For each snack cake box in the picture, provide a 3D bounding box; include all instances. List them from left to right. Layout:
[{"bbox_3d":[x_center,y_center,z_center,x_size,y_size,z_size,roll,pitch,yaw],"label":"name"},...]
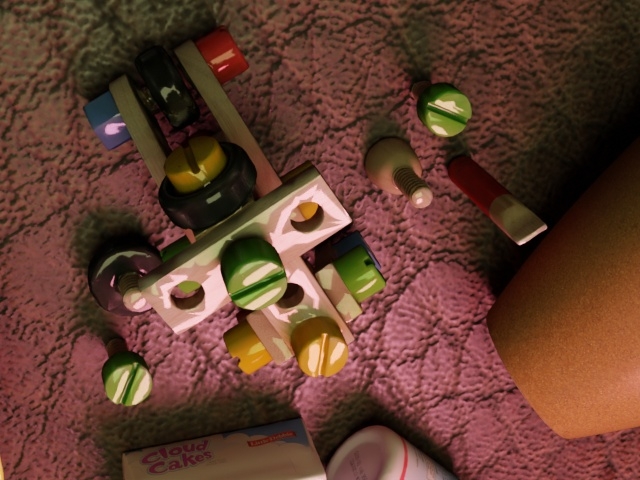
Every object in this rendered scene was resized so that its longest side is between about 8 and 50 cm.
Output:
[{"bbox_3d":[-0.068,0.290,0.968,0.152,0.089,0.264,-8,114,-11],"label":"snack cake box"}]

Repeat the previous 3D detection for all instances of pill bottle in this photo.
[{"bbox_3d":[0.083,0.228,0.985,0.160,0.087,0.087,38,98,-26],"label":"pill bottle"}]

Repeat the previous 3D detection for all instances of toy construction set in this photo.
[{"bbox_3d":[0.000,0.000,0.778,0.309,0.237,0.257,-11,115,-12],"label":"toy construction set"}]

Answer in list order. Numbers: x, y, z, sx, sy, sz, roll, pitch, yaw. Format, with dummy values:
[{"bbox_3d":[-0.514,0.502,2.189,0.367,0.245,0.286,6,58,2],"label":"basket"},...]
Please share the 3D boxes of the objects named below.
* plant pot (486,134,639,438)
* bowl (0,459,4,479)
[{"bbox_3d":[0.264,0.038,0.897,0.254,0.237,0.237,-36,118,17],"label":"plant pot"},{"bbox_3d":[-0.357,0.136,0.778,0.290,0.156,0.289,-6,114,-14],"label":"bowl"}]
